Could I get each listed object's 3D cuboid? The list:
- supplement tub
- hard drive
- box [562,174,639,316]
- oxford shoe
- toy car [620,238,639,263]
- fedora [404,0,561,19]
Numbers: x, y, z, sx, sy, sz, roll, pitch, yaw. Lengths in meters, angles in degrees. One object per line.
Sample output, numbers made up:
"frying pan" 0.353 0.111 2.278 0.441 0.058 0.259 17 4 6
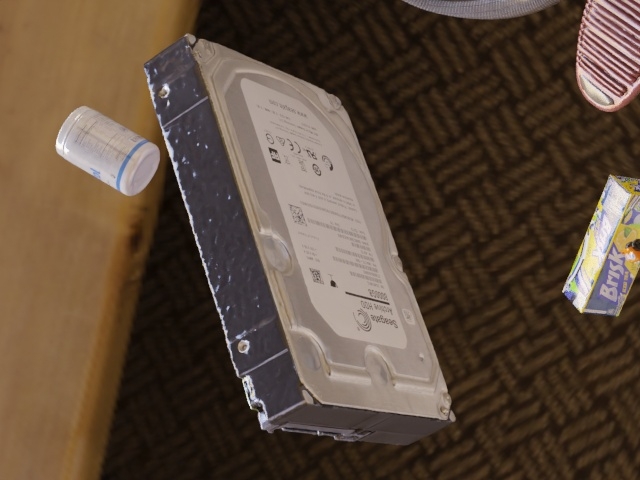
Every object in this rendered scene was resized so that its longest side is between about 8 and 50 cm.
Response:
"supplement tub" -0.251 -0.106 1.773 0.107 0.071 0.071 29 98 15
"hard drive" -0.014 0.003 1.269 0.064 0.237 0.339 -30 65 27
"box" 0.359 0.008 1.826 0.059 0.054 0.169 6 118 -25
"oxford shoe" 0.404 -0.296 1.683 0.123 0.130 0.348 47 130 29
"toy car" 0.329 0.006 1.381 0.060 0.122 0.040 -19 86 -20
"fedora" 0.130 -0.319 1.350 0.244 0.275 0.124 40 63 -24
